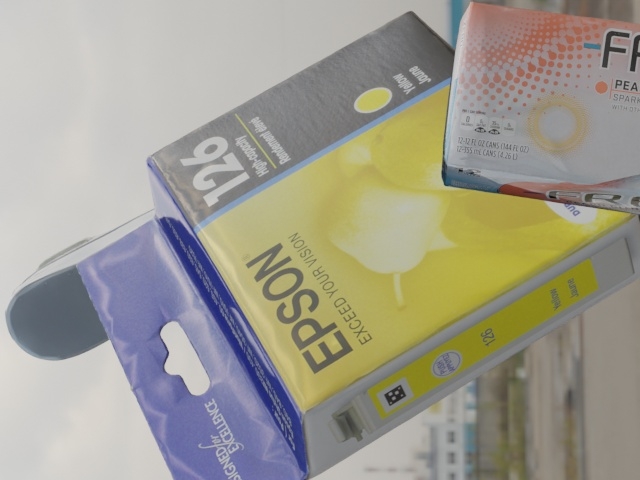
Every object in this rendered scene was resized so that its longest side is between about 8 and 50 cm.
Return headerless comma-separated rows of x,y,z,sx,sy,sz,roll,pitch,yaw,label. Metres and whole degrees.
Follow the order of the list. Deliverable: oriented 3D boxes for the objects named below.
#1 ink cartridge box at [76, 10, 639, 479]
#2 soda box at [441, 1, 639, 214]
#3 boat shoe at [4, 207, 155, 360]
0.000,0.000,0.858,0.303,0.307,0.072,53,170,49,ink cartridge box
0.137,-0.040,0.483,0.058,0.183,0.062,49,-131,-82,soda box
-0.153,0.010,1.424,0.156,0.367,0.135,-95,-21,-68,boat shoe
